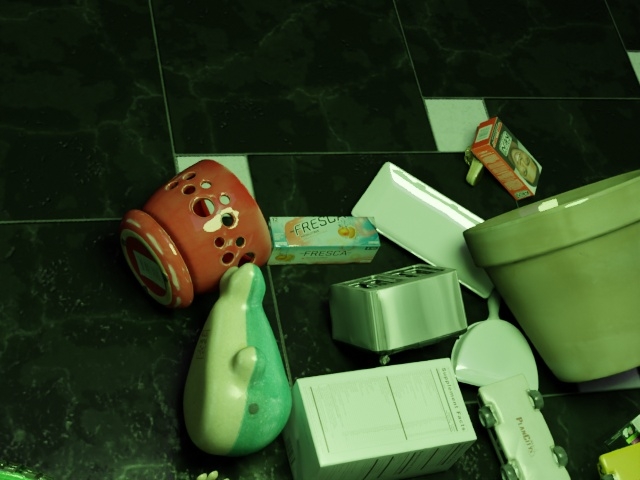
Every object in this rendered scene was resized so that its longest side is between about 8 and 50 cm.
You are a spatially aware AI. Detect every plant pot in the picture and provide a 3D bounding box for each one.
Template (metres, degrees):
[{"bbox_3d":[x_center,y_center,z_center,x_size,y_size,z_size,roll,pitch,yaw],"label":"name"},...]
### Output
[{"bbox_3d":[0.425,0.063,1.838,0.323,0.323,0.280,-21,91,-27],"label":"plant pot"},{"bbox_3d":[-0.196,-0.005,1.748,0.174,0.191,0.191,-31,72,-28],"label":"plant pot"}]

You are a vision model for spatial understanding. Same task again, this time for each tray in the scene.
[{"bbox_3d":[0.193,-0.014,1.971,0.270,0.030,0.145,32,53,4],"label":"tray"}]

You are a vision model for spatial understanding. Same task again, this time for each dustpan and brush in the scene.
[{"bbox_3d":[0.286,0.155,1.886,0.147,0.060,0.211,15,62,-9],"label":"dustpan and brush"}]

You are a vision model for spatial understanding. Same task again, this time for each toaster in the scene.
[{"bbox_3d":[0.119,0.108,1.771,0.168,0.186,0.110,-13,99,-23],"label":"toaster"}]

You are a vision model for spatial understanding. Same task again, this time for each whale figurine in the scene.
[{"bbox_3d":[-0.105,0.172,1.648,0.141,0.216,0.272,12,79,-20],"label":"whale figurine"}]

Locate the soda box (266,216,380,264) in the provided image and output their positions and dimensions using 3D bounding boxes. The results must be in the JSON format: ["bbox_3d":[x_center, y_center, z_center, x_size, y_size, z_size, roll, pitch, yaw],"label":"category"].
[{"bbox_3d":[0.000,0.000,1.882,0.183,0.063,0.058,-1,59,-18],"label":"soda box"}]

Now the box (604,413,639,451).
[{"bbox_3d":[0.510,0.330,1.840,0.062,0.052,0.083,-29,72,-30],"label":"box"}]

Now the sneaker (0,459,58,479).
[{"bbox_3d":[-0.489,0.353,1.488,0.344,0.134,0.146,3,83,-20],"label":"sneaker"}]

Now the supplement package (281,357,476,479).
[{"bbox_3d":[0.080,0.274,1.691,0.244,0.134,0.139,-5,61,-20],"label":"supplement package"}]

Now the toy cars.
[{"bbox_3d":[0.396,0.361,1.769,0.394,0.087,0.176,30,65,8],"label":"toy cars"}]

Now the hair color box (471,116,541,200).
[{"bbox_3d":[0.331,-0.145,2.050,0.141,0.043,0.072,43,50,-28],"label":"hair color box"}]

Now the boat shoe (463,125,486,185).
[{"bbox_3d":[0.282,-0.154,2.081,0.045,0.050,0.135,19,52,10],"label":"boat shoe"}]

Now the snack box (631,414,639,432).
[{"bbox_3d":[0.558,0.308,1.827,0.178,0.022,0.064,13,34,-48],"label":"snack box"}]

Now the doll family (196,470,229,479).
[{"bbox_3d":[-0.146,0.381,1.565,0.193,0.076,0.111,-13,50,-44],"label":"doll family"}]
